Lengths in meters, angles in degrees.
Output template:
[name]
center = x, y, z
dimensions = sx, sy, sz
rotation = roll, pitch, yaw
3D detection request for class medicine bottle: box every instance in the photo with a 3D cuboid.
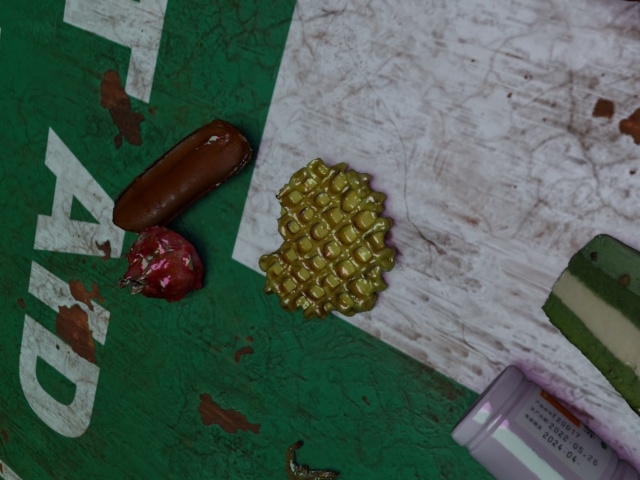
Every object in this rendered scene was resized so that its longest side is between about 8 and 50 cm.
[medicine bottle]
center = 0.301, 0.289, 0.771
dimensions = 0.249, 0.133, 0.133
rotation = 42, 117, 19

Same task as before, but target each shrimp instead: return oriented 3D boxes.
[shrimp]
center = -0.019, 0.388, 1.046
dimensions = 0.114, 0.023, 0.083
rotation = -15, 89, 36

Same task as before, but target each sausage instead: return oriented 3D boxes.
[sausage]
center = -0.249, -0.107, 1.045
dimensions = 0.330, 0.102, 0.102
rotation = -29, 84, 32

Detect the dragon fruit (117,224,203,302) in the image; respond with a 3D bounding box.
[dragon fruit]
center = -0.292, 0.065, 1.075
dimensions = 0.153, 0.111, 0.153
rotation = 17, 134, 18

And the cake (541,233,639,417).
[cake]
center = 0.424, 0.129, 0.717
dimensions = 0.158, 0.172, 0.284
rotation = -58, 37, 18

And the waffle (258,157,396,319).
[waffle]
center = 0.001, 0.000, 0.942
dimensions = 0.248, 0.056, 0.254
rotation = -3, 99, 31
